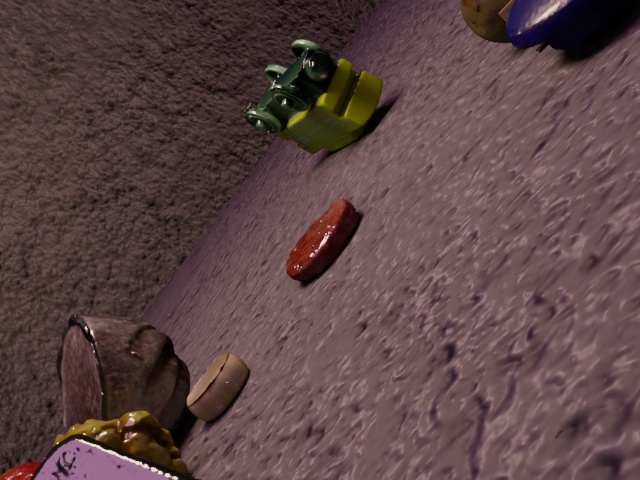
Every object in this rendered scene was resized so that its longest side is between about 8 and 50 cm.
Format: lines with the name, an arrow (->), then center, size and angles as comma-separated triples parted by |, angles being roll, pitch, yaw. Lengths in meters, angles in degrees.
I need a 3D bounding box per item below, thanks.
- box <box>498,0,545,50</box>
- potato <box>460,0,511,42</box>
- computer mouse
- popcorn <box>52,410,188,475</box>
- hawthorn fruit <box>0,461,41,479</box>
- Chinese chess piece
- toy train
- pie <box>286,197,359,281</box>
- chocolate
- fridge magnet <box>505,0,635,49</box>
box -> 0.320, -0.337, 1.274 | 0.053, 0.083, 0.024 | -44, -3, 25
potato -> 0.340, -0.433, 1.342 | 0.262, 0.165, 0.165 | -49, 11, 26
computer mouse -> -0.269, 0.362, 1.090 | 0.269, 0.100, 0.170 | 10, 68, 33
popcorn -> -0.305, 0.364, 1.277 | 0.203, 0.200, 0.226 | -11, 1, -10
hawthorn fruit -> -0.483, 0.464, 1.393 | 0.205, 0.253, 0.205 | -40, 27, 26
Chinese chess piece -> -0.174, 0.248, 1.413 | 0.122, 0.051, 0.122 | -49, 10, 12
toy train -> -0.016, -0.346, 2.102 | 0.179, 0.272, 0.442 | -67, 16, -12
pie -> 0.000, 0.000, 1.524 | 0.182, 0.049, 0.182 | -48, 14, 16
chocolate -> -0.348, 0.275, 1.548 | 0.303, 0.213, 0.303 | 12, 104, 57
fridge magnet -> 0.360, -0.359, 1.125 | 0.265, 0.112, 0.265 | -48, 13, 14
